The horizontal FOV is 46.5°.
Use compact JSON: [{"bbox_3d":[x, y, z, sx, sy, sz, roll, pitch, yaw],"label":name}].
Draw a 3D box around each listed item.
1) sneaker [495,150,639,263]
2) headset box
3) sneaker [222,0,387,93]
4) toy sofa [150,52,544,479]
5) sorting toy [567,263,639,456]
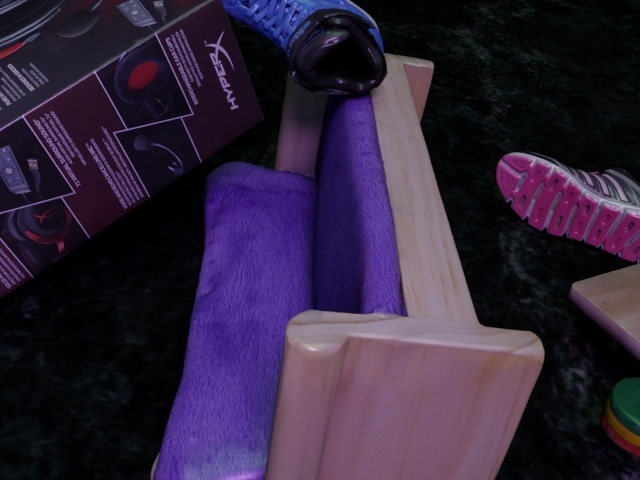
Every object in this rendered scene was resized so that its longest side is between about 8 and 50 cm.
[{"bbox_3d":[0.245,-0.039,0.688,0.170,0.063,0.075,25,38,12],"label":"sneaker"},{"bbox_3d":[-0.225,-0.088,0.519,0.293,0.110,0.218,-37,50,-16],"label":"headset box"},{"bbox_3d":[-0.020,-0.148,0.488,0.152,0.058,0.085,27,28,-25],"label":"sneaker"},{"bbox_3d":[0.000,0.000,0.493,0.177,0.150,0.362,7,35,-6],"label":"toy sofa"},{"bbox_3d":[0.276,0.073,0.550,0.274,0.046,0.132,-12,41,-28],"label":"sorting toy"}]
